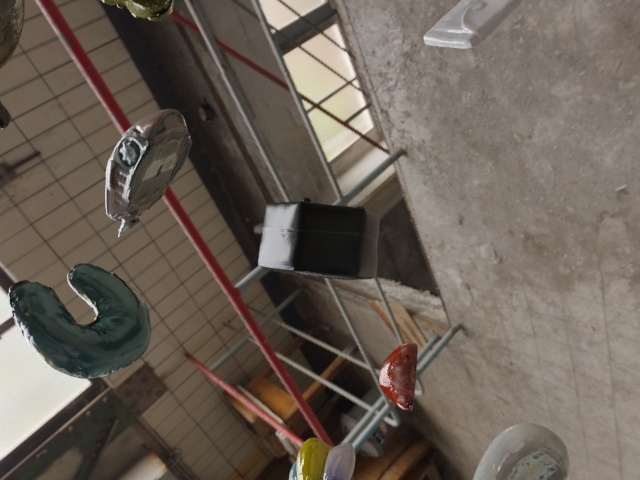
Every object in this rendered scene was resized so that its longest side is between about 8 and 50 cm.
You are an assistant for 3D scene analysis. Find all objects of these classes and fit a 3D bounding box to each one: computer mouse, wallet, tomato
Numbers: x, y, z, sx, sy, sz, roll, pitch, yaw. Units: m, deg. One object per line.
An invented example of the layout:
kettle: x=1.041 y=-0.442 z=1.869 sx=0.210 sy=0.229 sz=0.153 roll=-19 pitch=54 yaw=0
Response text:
computer mouse: x=-0.446 y=-0.170 z=1.203 sx=0.115 sy=0.199 sz=0.389 roll=40 pitch=119 yaw=7
wallet: x=0.273 y=-0.395 z=0.839 sx=0.124 sy=0.183 sz=0.032 roll=34 pitch=166 yaw=50
tomato: x=0.188 y=0.325 z=1.192 sx=0.091 sy=0.159 sz=0.139 roll=9 pitch=163 yaw=8

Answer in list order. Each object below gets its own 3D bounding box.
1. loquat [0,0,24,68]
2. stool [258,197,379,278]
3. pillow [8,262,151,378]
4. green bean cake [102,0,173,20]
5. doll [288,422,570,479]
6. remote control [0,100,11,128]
loquat: x=-0.406 y=-0.260 z=0.499 sx=0.179 sy=0.179 sz=0.227 roll=50 pitch=137 yaw=-4
stool: x=0.000 y=0.000 z=0.946 sx=0.232 sy=0.232 sz=0.142 roll=2 pitch=86 yaw=57
pillow: x=-0.400 y=0.134 z=0.853 sx=0.086 sy=0.233 sz=0.214 roll=-38 pitch=89 yaw=25
green bean cake: x=-0.363 y=-0.581 z=0.867 sx=0.309 sy=0.285 sz=0.202 roll=29 pitch=-174 yaw=-24
doll: x=0.038 y=0.345 z=0.459 sx=0.365 sy=0.376 sz=0.187 roll=-19 pitch=100 yaw=51
remote control: x=-0.646 y=-0.208 z=0.808 sx=0.244 sy=0.025 sz=0.063 roll=-3 pitch=139 yaw=0
